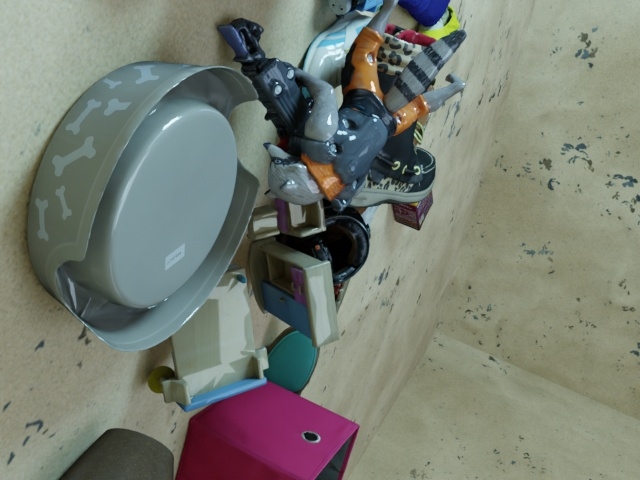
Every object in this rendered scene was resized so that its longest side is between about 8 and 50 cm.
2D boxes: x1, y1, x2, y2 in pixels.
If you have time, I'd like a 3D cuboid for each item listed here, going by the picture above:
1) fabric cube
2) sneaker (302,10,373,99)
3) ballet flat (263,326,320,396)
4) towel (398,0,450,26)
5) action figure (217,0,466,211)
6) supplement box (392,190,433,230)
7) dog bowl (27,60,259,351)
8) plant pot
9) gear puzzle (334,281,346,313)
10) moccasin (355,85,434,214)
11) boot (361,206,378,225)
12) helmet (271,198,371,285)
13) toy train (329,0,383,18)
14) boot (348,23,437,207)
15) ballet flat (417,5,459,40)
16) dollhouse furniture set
[{"bbox_3d":[-0.110,0.456,1.477,0.254,0.258,0.259,-26,136,-63],"label":"fabric cube"},{"bbox_3d":[0.044,-0.309,1.272,0.229,0.092,0.087,-54,159,-32],"label":"sneaker"},{"bbox_3d":[-0.083,0.311,1.646,0.124,0.116,0.343,-77,-177,-70],"label":"ballet flat"},{"bbox_3d":[0.220,-0.566,1.518,0.228,0.076,0.308,-64,164,13],"label":"towel"},{"bbox_3d":[0.029,-0.193,1.021,0.330,0.178,0.341,-52,130,-10],"label":"action figure"},{"bbox_3d":[0.261,-0.118,2.130,0.104,0.080,0.188,-63,161,-15],"label":"supplement box"},{"bbox_3d":[-0.196,-0.048,0.886,0.349,0.102,0.349,-54,157,-34],"label":"dog bowl"},{"bbox_3d":[-0.289,0.381,1.011,0.215,0.215,0.230,90,15,-50],"label":"plant pot"},{"bbox_3d":[0.044,0.104,1.841,0.175,0.044,0.339,-63,171,-57],"label":"gear puzzle"},{"bbox_3d":[0.134,-0.206,1.558,0.380,0.139,0.147,-50,-169,-26],"label":"moccasin"},{"bbox_3d":[0.068,-0.072,1.658,0.258,0.095,0.123,-67,152,-17],"label":"boot"},{"bbox_3d":[0.000,0.000,1.360,0.170,0.169,0.161,-69,-157,5],"label":"helmet"},{"bbox_3d":[0.070,-0.426,1.237,0.184,0.080,0.105,-44,157,-51],"label":"toy train"},{"bbox_3d":[0.135,-0.213,1.297,0.377,0.138,0.284,-12,127,-53],"label":"boot"},{"bbox_3d":[0.265,-0.494,1.737,0.231,0.077,0.077,-47,132,-53],"label":"ballet flat"},{"bbox_3d":[-0.159,0.070,1.195,0.303,0.198,0.287,-17,110,-28],"label":"dollhouse furniture set"}]
